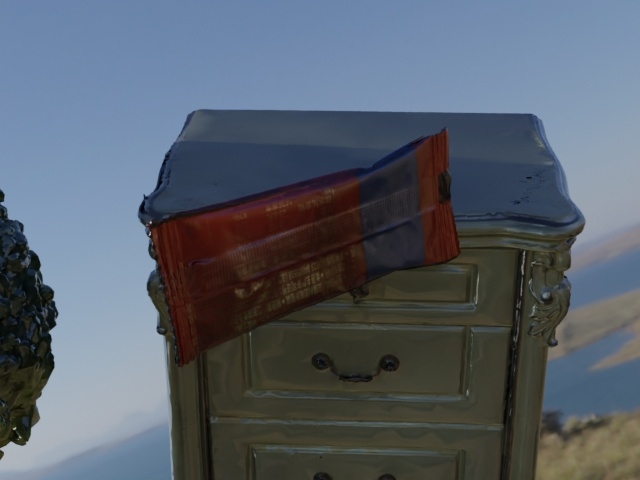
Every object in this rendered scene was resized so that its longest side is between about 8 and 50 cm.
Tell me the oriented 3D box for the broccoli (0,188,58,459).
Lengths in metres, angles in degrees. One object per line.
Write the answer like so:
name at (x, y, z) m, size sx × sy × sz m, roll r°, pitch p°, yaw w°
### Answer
broccoli at (-0.348, 0.037, 0.738) m, size 0.281 × 0.348 × 0.293 m, roll -33°, pitch 32°, yaw 10°

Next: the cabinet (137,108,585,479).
cabinet at (0.028, 0.084, 0.843) m, size 0.290 × 0.318 × 0.227 m, roll 2°, pitch 24°, yaw 2°

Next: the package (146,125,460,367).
package at (0.000, 0.000, 0.602) m, size 0.200 × 0.083 × 0.022 m, roll -20°, pitch 26°, yaw -31°
